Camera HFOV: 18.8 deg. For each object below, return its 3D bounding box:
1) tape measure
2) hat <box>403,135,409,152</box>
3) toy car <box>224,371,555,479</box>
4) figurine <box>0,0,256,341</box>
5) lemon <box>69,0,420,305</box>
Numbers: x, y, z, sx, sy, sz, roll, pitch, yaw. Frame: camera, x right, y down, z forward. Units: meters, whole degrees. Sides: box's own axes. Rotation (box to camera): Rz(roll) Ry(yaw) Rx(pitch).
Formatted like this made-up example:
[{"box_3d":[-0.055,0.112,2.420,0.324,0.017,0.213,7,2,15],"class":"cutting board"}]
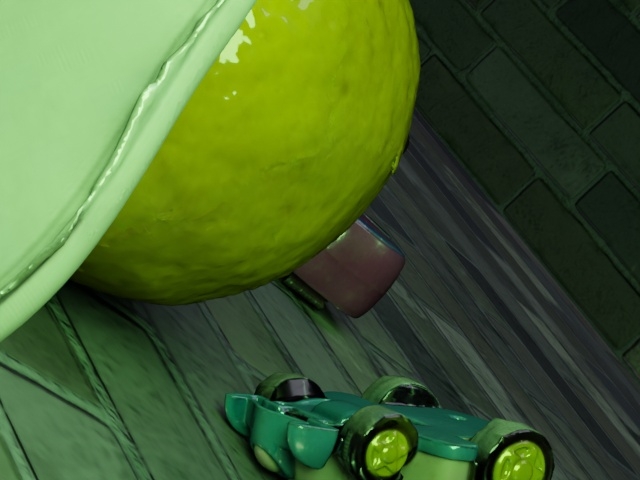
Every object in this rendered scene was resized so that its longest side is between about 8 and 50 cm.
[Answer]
[{"box_3d":[0.000,0.000,1.409,0.118,0.074,0.125,39,5,-15],"class":"tape measure"},{"box_3d":[-0.026,-0.082,1.662,0.193,0.082,0.193,18,-18,6],"class":"hat"},{"box_3d":[0.031,0.127,1.001,0.161,0.098,0.126,5,5,-35],"class":"toy car"},{"box_3d":[-0.099,0.001,0.501,0.166,0.250,0.141,49,-11,37],"class":"figurine"},{"box_3d":[-0.071,-0.082,0.917,0.236,0.236,0.263,52,-7,29],"class":"lemon"}]
